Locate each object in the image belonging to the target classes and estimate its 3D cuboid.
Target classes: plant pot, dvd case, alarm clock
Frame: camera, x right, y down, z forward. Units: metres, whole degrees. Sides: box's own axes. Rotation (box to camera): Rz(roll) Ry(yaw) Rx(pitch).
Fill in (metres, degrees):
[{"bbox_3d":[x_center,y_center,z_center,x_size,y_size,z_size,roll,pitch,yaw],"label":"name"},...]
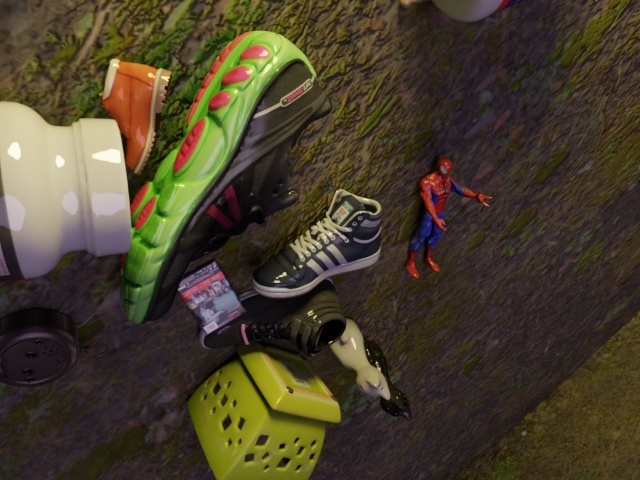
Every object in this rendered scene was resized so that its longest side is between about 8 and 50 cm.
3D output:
[{"bbox_3d":[-0.108,0.354,0.998,0.227,0.228,0.207,30,98,-40],"label":"plant pot"},{"bbox_3d":[-0.202,0.105,0.877,0.087,0.013,0.120,-31,110,-8],"label":"dvd case"},{"bbox_3d":[-0.447,0.180,0.783,0.192,0.064,0.129,7,117,-37],"label":"alarm clock"}]

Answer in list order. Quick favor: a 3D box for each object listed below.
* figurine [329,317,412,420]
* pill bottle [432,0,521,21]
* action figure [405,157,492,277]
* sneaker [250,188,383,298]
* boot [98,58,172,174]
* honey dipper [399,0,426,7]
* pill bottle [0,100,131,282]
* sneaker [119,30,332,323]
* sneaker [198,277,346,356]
[{"bbox_3d":[0.114,0.301,1.093,0.092,0.209,0.215,-41,132,1],"label":"figurine"},{"bbox_3d":[0.316,-0.461,0.695,0.322,0.181,0.182,-28,131,-11],"label":"pill bottle"},{"bbox_3d":[0.259,-0.031,1.001,0.091,0.139,0.281,-15,125,-23],"label":"action figure"},{"bbox_3d":[0.000,0.000,0.888,0.282,0.099,0.153,-17,134,-28],"label":"sneaker"},{"bbox_3d":[-0.261,-0.168,0.656,0.084,0.059,0.158,13,119,-17],"label":"boot"},{"bbox_3d":[0.200,-0.401,0.776,0.160,0.030,0.031,-17,129,-14],"label":"honey dipper"},{"bbox_3d":[-0.415,-0.050,0.534,0.362,0.210,0.210,-6,124,-26],"label":"pill bottle"},{"bbox_3d":[-0.145,-0.057,0.709,0.202,0.185,0.483,26,107,-36],"label":"sneaker"},{"bbox_3d":[-0.083,0.169,0.929,0.295,0.147,0.105,-19,131,-16],"label":"sneaker"}]
